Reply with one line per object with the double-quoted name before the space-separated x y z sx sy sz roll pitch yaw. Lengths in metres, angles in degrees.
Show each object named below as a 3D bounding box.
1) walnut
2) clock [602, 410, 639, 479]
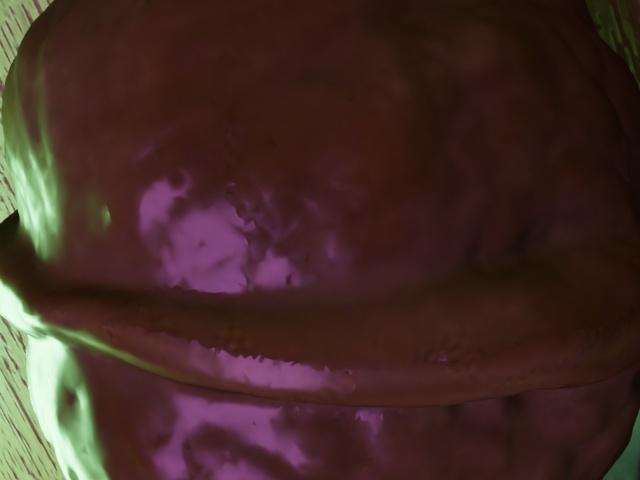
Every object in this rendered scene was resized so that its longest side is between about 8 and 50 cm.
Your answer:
"walnut" 0.000 0.000 0.608 0.285 0.285 0.296 7 106 30
"clock" 0.193 0.123 0.703 0.215 0.042 0.215 33 138 35
